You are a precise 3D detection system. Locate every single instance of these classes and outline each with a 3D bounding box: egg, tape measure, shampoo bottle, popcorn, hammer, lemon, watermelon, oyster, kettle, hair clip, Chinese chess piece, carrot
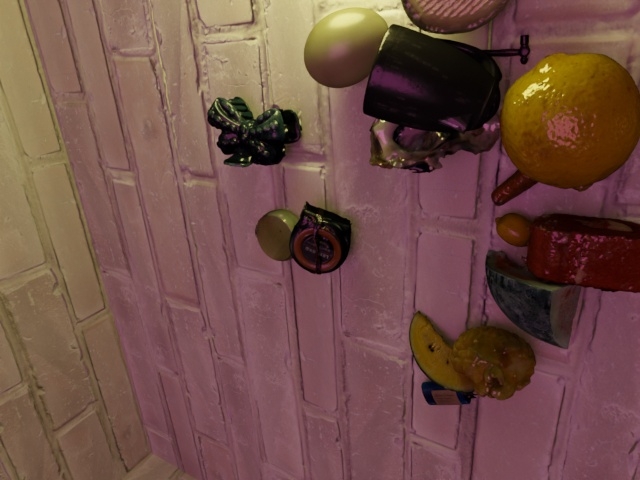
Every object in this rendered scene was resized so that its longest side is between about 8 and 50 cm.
[{"bbox_3d":[0.066,-0.506,1.223,0.241,0.186,0.186,-21,99,37],"label":"egg"},{"bbox_3d":[0.000,0.000,1.535,0.202,0.135,0.223,21,118,0],"label":"tape measure"},{"bbox_3d":[0.432,0.508,1.551,0.183,0.050,0.087,-19,97,39],"label":"shampoo bottle"},{"bbox_3d":[0.494,0.357,1.348,0.225,0.200,0.203,-5,102,-10],"label":"popcorn"},{"bbox_3d":[0.411,-0.457,1.122,0.178,0.021,0.065,12,118,33],"label":"hammer"},{"bbox_3d":[0.523,-0.252,0.985,0.293,0.293,0.293,15,120,28],"label":"lemon"},{"bbox_3d":[0.374,0.372,1.465,0.129,0.123,0.301,-48,68,12],"label":"watermelon"},{"bbox_3d":[0.274,-0.288,1.220,0.351,0.114,0.238,-25,81,25],"label":"oyster"},{"bbox_3d":[0.276,-0.374,1.075,0.290,0.268,0.207,20,154,9],"label":"kettle"},{"bbox_3d":[0.561,0.120,1.186,0.213,0.289,0.320,-33,69,4],"label":"watermelon"},{"bbox_3d":[-0.222,-0.342,1.508,0.310,0.194,0.206,20,115,27],"label":"hair clip"},{"bbox_3d":[0.509,-0.029,1.219,0.110,0.082,0.082,37,128,13],"label":"lemon"},{"bbox_3d":[-0.143,-0.019,1.674,0.188,0.083,0.189,15,117,31],"label":"Chinese chess piece"},{"bbox_3d":[0.508,-0.150,1.179,0.060,0.060,0.186,46,132,7],"label":"carrot"}]

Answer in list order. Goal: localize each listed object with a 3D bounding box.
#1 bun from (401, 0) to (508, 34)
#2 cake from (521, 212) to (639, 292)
[{"bbox_3d":[0.310,-0.613,1.034,0.287,0.146,0.287,11,125,15],"label":"bun"},{"bbox_3d":[0.629,0.018,1.096,0.282,0.177,0.151,4,116,21],"label":"cake"}]
